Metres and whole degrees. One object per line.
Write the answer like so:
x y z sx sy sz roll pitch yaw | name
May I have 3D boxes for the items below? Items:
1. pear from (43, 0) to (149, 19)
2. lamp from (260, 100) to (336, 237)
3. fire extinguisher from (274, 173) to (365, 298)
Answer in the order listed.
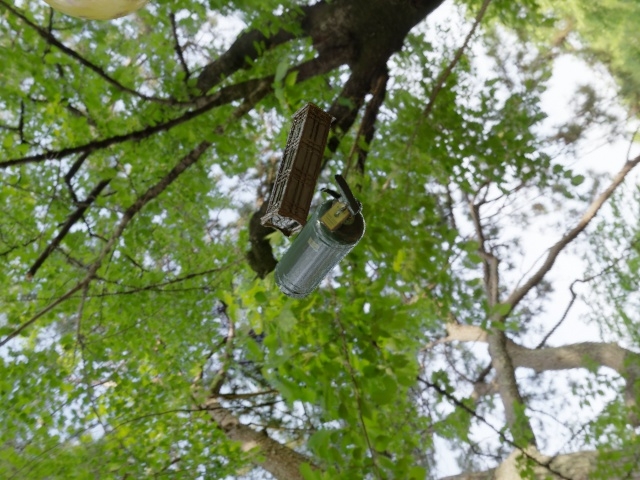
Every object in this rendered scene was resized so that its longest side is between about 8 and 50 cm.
-0.386 -0.510 0.892 0.281 0.281 0.280 25 -131 -32 | pear
-0.050 -0.173 1.277 0.090 0.089 0.325 26 -119 -27 | lamp
0.000 0.000 0.983 0.114 0.311 0.095 48 -126 5 | fire extinguisher
